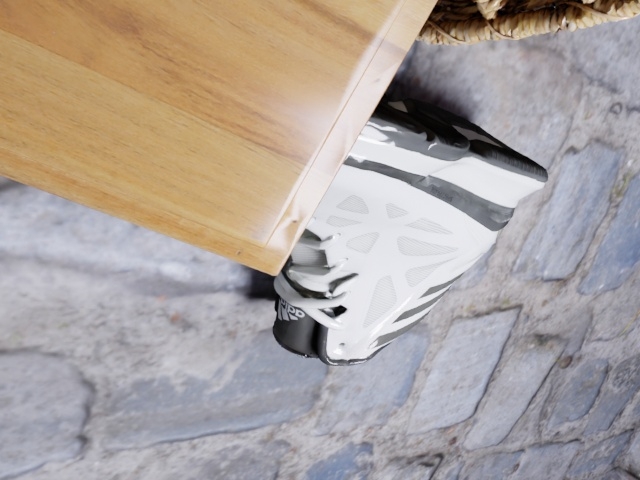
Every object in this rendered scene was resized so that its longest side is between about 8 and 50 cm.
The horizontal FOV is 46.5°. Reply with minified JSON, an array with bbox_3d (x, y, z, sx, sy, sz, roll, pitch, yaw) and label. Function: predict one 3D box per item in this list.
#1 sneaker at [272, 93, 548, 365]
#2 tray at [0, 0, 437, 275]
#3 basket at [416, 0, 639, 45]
[{"bbox_3d":[0.001,0.001,0.601,0.448,0.169,0.257,9,116,-48],"label":"sneaker"},{"bbox_3d":[-0.153,-0.145,0.292,0.411,0.076,0.202,22,110,-24],"label":"tray"},{"bbox_3d":[0.115,-0.243,0.451,0.223,0.213,0.299,-50,141,5],"label":"basket"}]
